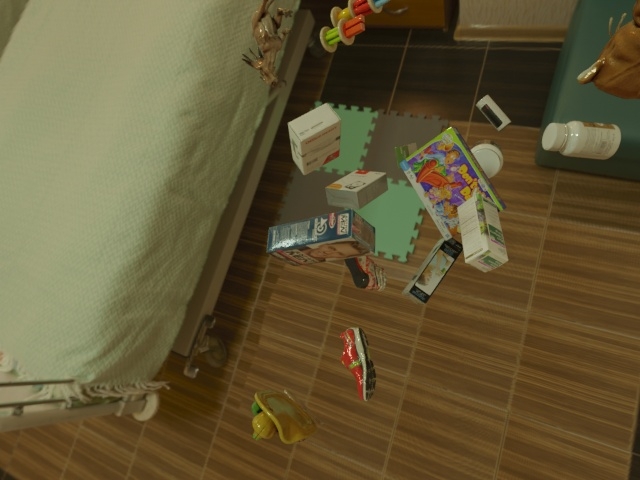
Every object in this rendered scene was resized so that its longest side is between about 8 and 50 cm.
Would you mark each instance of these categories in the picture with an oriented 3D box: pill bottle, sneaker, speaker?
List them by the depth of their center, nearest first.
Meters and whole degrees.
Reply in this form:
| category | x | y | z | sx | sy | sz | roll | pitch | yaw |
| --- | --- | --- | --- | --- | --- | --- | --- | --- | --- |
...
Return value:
| category | x | y | z | sx | sy | sz | roll | pitch | yaw |
| --- | --- | --- | --- | --- | --- | --- | --- | --- | --- |
| speaker | 0.643 | -0.473 | 1.500 | 0.055 | 0.055 | 0.136 | -37 | 82 | 7 |
| pill bottle | 0.976 | -0.381 | 1.522 | 0.229 | 0.131 | 0.131 | 6 | 77 | 1 |
| sneaker | 0.140 | 0.485 | 1.583 | 0.118 | 0.107 | 0.279 | -19 | 63 | 22 |
| sneaker | 0.195 | 0.106 | 1.742 | 0.090 | 0.145 | 0.270 | -54 | 35 | 33 |
| pill bottle | 0.757 | -0.373 | 1.866 | 0.162 | 0.278 | 0.162 | 8 | 111 | 20 |

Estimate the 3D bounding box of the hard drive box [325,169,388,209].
| category | x | y | z | sx | sy | sz | roll | pitch | yaw |
| --- | --- | --- | --- | --- | --- | --- | --- | --- | --- |
| hard drive box | 0.167 | -0.234 | 1.835 | 0.181 | 0.089 | 0.232 | 13 | 36 | 40 |

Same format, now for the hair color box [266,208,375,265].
| category | x | y | z | sx | sy | sz | roll | pitch | yaw |
| --- | --- | --- | --- | --- | --- | --- | --- | --- | --- |
| hair color box | 0.000 | 0.000 | 1.415 | 0.347 | 0.174 | 0.105 | -11 | 64 | 32 |

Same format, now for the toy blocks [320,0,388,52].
| category | x | y | z | sx | sy | sz | roll | pitch | yaw |
| --- | --- | --- | --- | --- | --- | --- | --- | --- | --- |
| toy blocks | 0.080 | -0.467 | 0.842 | 0.148 | 0.054 | 0.123 | -3 | 57 | 44 |

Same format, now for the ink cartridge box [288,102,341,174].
| category | x | y | z | sx | sy | sz | roll | pitch | yaw |
| --- | --- | --- | --- | --- | --- | --- | --- | --- | --- |
| ink cartridge box | -0.011 | -0.217 | 0.875 | 0.099 | 0.135 | 0.056 | -30 | 71 | -11 |

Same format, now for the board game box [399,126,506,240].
| category | x | y | z | sx | sy | sz | roll | pitch | yaw |
| --- | --- | --- | --- | --- | --- | --- | --- | --- | --- |
| board game box | 0.485 | -0.208 | 1.501 | 0.233 | 0.078 | 0.347 | -34 | 81 | 34 |

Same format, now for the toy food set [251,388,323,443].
| category | x | y | z | sx | sy | sz | roll | pitch | yaw |
| --- | --- | --- | --- | --- | --- | --- | --- | --- | --- |
| toy food set | -0.077 | 0.359 | 0.790 | 0.128 | 0.218 | 0.071 | 33 | 82 | 22 |

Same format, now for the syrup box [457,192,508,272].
| category | x | y | z | sx | sy | sz | roll | pitch | yaw |
| --- | --- | --- | --- | --- | --- | --- | --- | --- | --- |
| syrup box | 0.521 | -0.026 | 1.307 | 0.096 | 0.093 | 0.237 | -43 | 31 | 45 |

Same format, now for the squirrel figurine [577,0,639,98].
| category | x | y | z | sx | sy | sz | roll | pitch | yaw |
| --- | --- | --- | --- | --- | --- | --- | --- | --- | --- |
| squirrel figurine | 0.676 | -0.409 | 0.751 | 0.281 | 0.370 | 0.397 | 20 | 53 | -1 |

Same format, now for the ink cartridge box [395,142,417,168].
| category | x | y | z | sx | sy | sz | roll | pitch | yaw |
| --- | --- | --- | --- | --- | --- | --- | --- | --- | --- |
| ink cartridge box | 0.430 | -0.426 | 2.040 | 0.062 | 0.209 | 0.109 | -5 | 104 | 34 |

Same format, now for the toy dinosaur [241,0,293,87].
| category | x | y | z | sx | sy | sz | roll | pitch | yaw |
| --- | --- | --- | --- | --- | --- | --- | --- | --- | --- |
| toy dinosaur | -0.192 | -0.698 | 1.373 | 0.200 | 0.127 | 0.296 | -8 | 84 | 59 |

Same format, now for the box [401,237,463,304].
| category | x | y | z | sx | sy | sz | roll | pitch | yaw |
| --- | --- | --- | --- | --- | --- | --- | --- | --- | --- |
| box | 0.465 | 0.127 | 1.680 | 0.087 | 0.169 | 0.290 | 36 | 83 | 7 |
